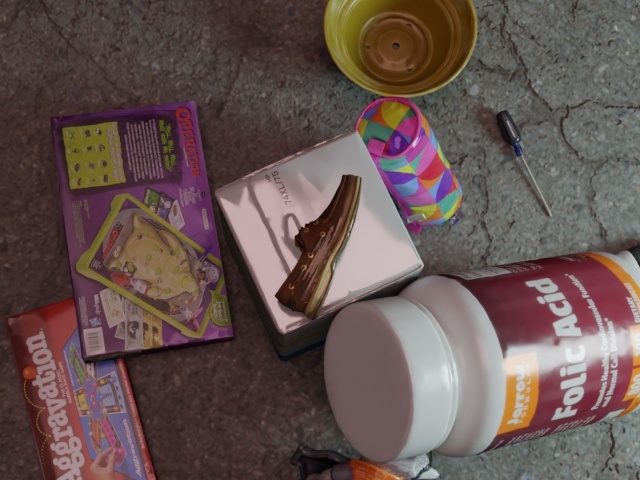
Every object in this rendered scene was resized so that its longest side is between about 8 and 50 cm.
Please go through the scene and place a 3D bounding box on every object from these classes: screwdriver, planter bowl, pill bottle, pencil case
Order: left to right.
[{"bbox_3d":[0.111,-0.294,1.707,0.217,0.090,0.217,0,78,-1],"label":"planter bowl"},{"bbox_3d":[0.121,-0.098,1.592,0.104,0.236,0.104,-9,62,18],"label":"pencil case"},{"bbox_3d":[0.217,0.142,1.467,0.392,0.224,0.224,-8,76,-31],"label":"pill bottle"},{"bbox_3d":[0.293,-0.109,1.705,0.025,0.024,0.170,-14,78,-34],"label":"screwdriver"}]

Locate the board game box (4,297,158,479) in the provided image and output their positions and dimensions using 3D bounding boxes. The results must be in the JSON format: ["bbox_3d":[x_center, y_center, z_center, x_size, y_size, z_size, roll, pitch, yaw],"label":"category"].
[{"bbox_3d":[-0.326,0.219,1.615,0.145,0.027,0.281,-17,78,-4],"label":"board game box"}]

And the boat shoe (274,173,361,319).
[{"bbox_3d":[0.000,0.000,1.374,0.060,0.064,0.178,21,80,0],"label":"boat shoe"}]

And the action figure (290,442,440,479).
[{"bbox_3d":[0.089,0.403,1.498,0.341,0.178,0.330,14,94,14],"label":"action figure"}]

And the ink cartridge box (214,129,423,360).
[{"bbox_3d":[-0.005,0.016,1.543,0.197,0.270,0.198,-24,79,-6],"label":"ink cartridge box"}]

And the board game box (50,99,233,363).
[{"bbox_3d":[-0.249,-0.016,1.645,0.208,0.056,0.347,-8,77,-7],"label":"board game box"}]

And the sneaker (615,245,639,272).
[{"bbox_3d":[0.504,0.094,1.632,0.121,0.079,0.217,-21,77,-4],"label":"sneaker"}]
